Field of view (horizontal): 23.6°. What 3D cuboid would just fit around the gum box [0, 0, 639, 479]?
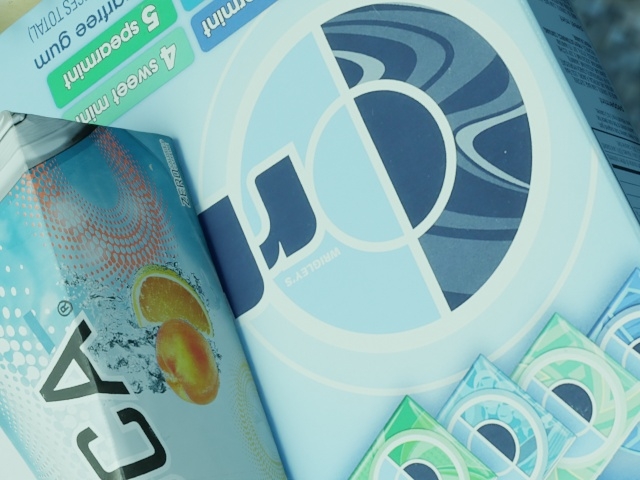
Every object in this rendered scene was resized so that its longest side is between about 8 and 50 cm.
[{"bbox_3d":[0.000,0.000,0.372,0.157,0.041,0.184,-33,70,26],"label":"gum box"}]

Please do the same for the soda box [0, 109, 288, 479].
[{"bbox_3d":[-0.044,0.067,0.336,0.063,0.058,0.183,-29,73,28],"label":"soda box"}]

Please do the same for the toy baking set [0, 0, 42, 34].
[{"bbox_3d":[-0.189,-0.040,0.453,0.256,0.030,0.197,-45,84,0],"label":"toy baking set"}]
